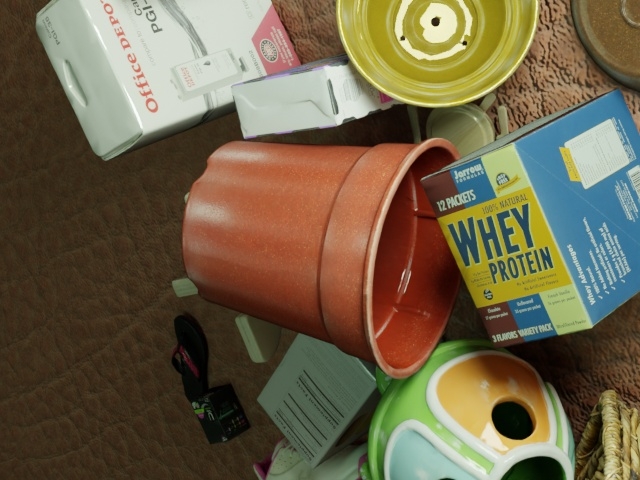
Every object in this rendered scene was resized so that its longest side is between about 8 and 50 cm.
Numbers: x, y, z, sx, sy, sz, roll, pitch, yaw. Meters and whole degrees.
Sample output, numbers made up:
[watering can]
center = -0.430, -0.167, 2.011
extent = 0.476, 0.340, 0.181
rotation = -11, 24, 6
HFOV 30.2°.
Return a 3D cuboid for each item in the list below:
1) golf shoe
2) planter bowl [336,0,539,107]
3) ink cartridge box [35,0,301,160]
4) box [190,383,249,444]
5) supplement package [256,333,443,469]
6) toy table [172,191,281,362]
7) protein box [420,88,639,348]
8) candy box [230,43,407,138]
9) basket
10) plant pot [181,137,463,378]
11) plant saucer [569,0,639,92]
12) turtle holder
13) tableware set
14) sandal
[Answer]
[golf shoe]
center = -0.012, 0.351, 1.802
extent = 0.140, 0.115, 0.306
rotation = 59, 139, 10
[planter bowl]
center = 0.127, -0.249, 1.307
extent = 0.217, 0.217, 0.090
rotation = 60, -177, 3
[ink cartridge box]
center = -0.189, -0.248, 1.526
extent = 0.117, 0.283, 0.207
rotation = -22, 95, 50
[box]
center = -0.168, 0.290, 1.976
extent = 0.062, 0.052, 0.083
rotation = -19, 97, 51
[supplement package]
center = 0.036, 0.182, 1.635
extent = 0.134, 0.139, 0.244
rotation = 49, 139, 17
[toy table]
center = -0.081, 0.020, 1.656
extent = 0.252, 0.161, 0.274
rotation = -30, 89, 50
[protein box]
center = 0.250, -0.024, 1.247
extent = 0.136, 0.201, 0.200
rotation = -20, 95, 50
[candy box]
center = 0.024, -0.182, 1.403
extent = 0.165, 0.196, 0.070
rotation = -2, 105, 47
[basket]
center = 0.325, 0.371, 1.374
extent = 0.223, 0.213, 0.299
rotation = 37, 133, 26
[plant pot]
center = 0.000, 0.000, 1.375
extent = 0.265, 0.272, 0.272
rotation = 10, 119, 27
[plant saucer]
center = 0.326, -0.236, 1.182
extent = 0.198, 0.036, 0.199
rotation = 25, 127, 37
[turtle holder]
center = 0.179, 0.288, 1.414
extent = 0.227, 0.243, 0.320
rotation = 37, 107, 60
[tableware set]
center = 0.179, -0.082, 1.420
extent = 0.128, 0.039, 0.194
rotation = 7, 122, 32
[sandal]
center = -0.223, 0.211, 2.000
extent = 0.067, 0.040, 0.179
rotation = 19, 123, 40
